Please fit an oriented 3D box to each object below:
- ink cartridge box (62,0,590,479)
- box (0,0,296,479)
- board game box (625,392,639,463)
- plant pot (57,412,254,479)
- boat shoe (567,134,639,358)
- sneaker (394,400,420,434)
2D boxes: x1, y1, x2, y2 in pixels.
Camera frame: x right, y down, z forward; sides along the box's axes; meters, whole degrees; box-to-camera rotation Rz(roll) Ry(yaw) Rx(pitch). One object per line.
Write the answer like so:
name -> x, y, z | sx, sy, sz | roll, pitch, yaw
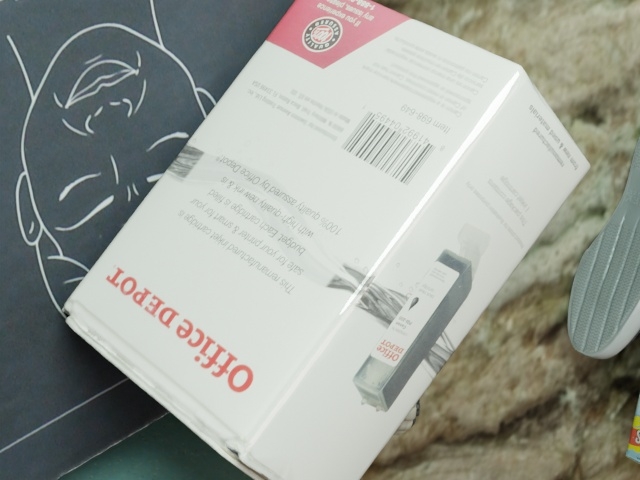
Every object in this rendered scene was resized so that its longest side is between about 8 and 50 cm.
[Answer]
ink cartridge box -> 0.000, 0.000, 0.750 | 0.218, 0.158, 0.092 | -52, 136, -6
box -> -0.166, -0.101, 0.821 | 0.293, 0.212, 0.395 | -29, 126, -26
board game box -> 0.363, 0.081, 1.272 | 0.144, 0.142, 0.275 | -44, 148, -36
plant pot -> -0.160, 0.195, 0.981 | 0.290, 0.290, 0.195 | -45, 94, -7
boat shoe -> 0.283, -0.002, 1.274 | 0.076, 0.083, 0.226 | 14, 104, -37
sneaker -> -0.011, 0.095, 1.035 | 0.110, 0.275, 0.107 | -8, 73, -22
